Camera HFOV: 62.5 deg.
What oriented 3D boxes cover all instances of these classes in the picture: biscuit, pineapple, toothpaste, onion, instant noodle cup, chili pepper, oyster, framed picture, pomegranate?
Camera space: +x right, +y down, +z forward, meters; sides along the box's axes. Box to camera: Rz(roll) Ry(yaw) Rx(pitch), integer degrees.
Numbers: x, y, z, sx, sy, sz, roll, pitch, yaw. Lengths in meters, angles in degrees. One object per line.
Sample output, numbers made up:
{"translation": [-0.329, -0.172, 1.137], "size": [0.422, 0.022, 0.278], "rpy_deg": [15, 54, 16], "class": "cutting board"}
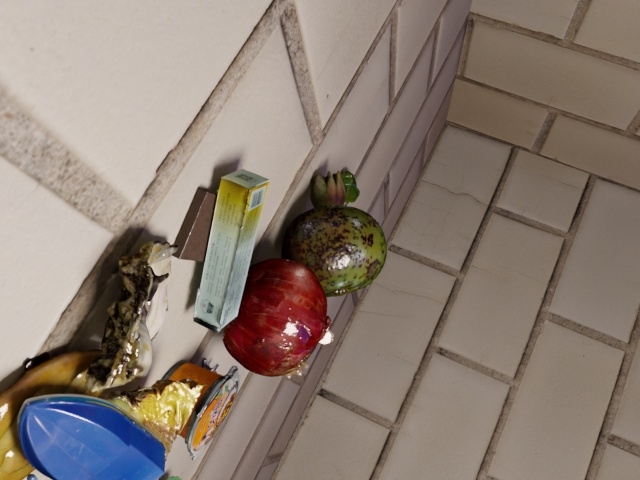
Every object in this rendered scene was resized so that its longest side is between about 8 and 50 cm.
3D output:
{"translation": [-0.384, 0.243, 0.731], "size": [0.260, 0.041, 0.202], "rpy_deg": [-42, 152, -55], "class": "biscuit"}
{"translation": [-0.342, 0.310, 0.921], "size": [0.249, 0.164, 0.140], "rpy_deg": [-61, -155, -2], "class": "pineapple"}
{"translation": [-0.170, 0.025, 1.000], "size": [0.089, 0.071, 0.312], "rpy_deg": [-43, 153, -62], "class": "toothpaste"}
{"translation": [-0.099, 0.178, 1.228], "size": [0.276, 0.277, 0.276], "rpy_deg": [-58, 164, -28], "class": "onion"}
{"translation": [-0.272, 0.338, 1.116], "size": [0.208, 0.126, 0.177], "rpy_deg": [-63, 166, -15], "class": "instant noodle cup"}
{"translation": [0.096, -0.168, 1.762], "size": [0.204, 0.073, 0.072], "rpy_deg": [76, 26, -70], "class": "chili pepper"}
{"translation": [-0.271, 0.099, 0.795], "size": [0.223, 0.084, 0.214], "rpy_deg": [-120, -134, -83], "class": "oyster"}
{"translation": [-0.206, -0.023, 0.984], "size": [0.127, 0.023, 0.168], "rpy_deg": [-67, 166, 1], "class": "framed picture"}
{"translation": [0.023, -0.023, 1.417], "size": [0.285, 0.285, 0.340], "rpy_deg": [62, 20, -72], "class": "pomegranate"}

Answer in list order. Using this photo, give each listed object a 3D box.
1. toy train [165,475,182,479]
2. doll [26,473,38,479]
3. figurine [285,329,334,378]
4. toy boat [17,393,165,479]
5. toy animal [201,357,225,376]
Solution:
{"translation": [-0.394, 0.641, 1.274], "size": [0.149, 0.081, 0.099], "rpy_deg": [-58, 164, -50], "class": "toy train"}
{"translation": [-0.453, 0.430, 0.735], "size": [0.205, 0.067, 0.110], "rpy_deg": [-64, 154, -21], "class": "doll"}
{"translation": [-0.098, 0.322, 1.569], "size": [0.177, 0.247, 0.172], "rpy_deg": [36, 65, -33], "class": "figurine"}
{"translation": [-0.327, 0.284, 0.744], "size": [0.129, 0.088, 0.295], "rpy_deg": [-34, 144, -16], "class": "toy boat"}
{"translation": [-0.271, 0.317, 1.279], "size": [0.084, 0.050, 0.028], "rpy_deg": [52, 20, -34], "class": "toy animal"}
